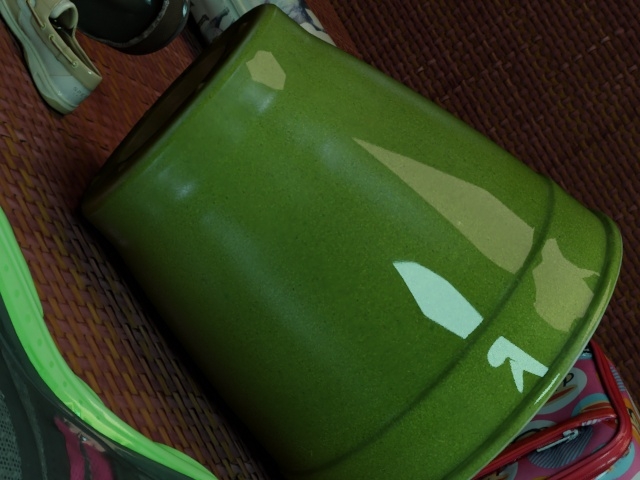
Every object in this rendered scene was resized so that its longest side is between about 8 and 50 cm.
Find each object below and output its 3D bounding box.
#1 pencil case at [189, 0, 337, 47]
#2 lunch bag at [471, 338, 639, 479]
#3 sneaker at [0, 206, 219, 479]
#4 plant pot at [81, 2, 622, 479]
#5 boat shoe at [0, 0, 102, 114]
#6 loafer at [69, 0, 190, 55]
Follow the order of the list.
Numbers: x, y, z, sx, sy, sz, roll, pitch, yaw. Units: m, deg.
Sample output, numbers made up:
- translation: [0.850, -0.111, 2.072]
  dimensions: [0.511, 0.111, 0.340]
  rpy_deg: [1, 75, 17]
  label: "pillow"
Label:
- translation: [-0.071, -0.257, 1.994]
  dimensions: [0.410, 0.160, 0.183]
  rpy_deg: [60, -2, 7]
  label: "pencil case"
- translation: [0.153, 0.227, 1.396]
  dimensions: [0.120, 0.293, 0.258]
  rpy_deg: [57, 11, -23]
  label: "lunch bag"
- translation: [-0.167, 0.141, 0.753]
  dimensions: [0.483, 0.185, 0.202]
  rpy_deg: [52, 32, -12]
  label: "sneaker"
- translation: [0.000, 0.000, 1.335]
  dimensions: [0.353, 0.366, 0.366]
  rpy_deg: [42, 16, -14]
  label: "plant pot"
- translation: [-0.245, -0.195, 1.419]
  dimensions: [0.170, 0.059, 0.063]
  rpy_deg: [62, 13, 17]
  label: "boat shoe"
- translation: [-0.275, -0.314, 1.476]
  dimensions: [0.366, 0.134, 0.130]
  rpy_deg: [46, 18, -6]
  label: "loafer"
